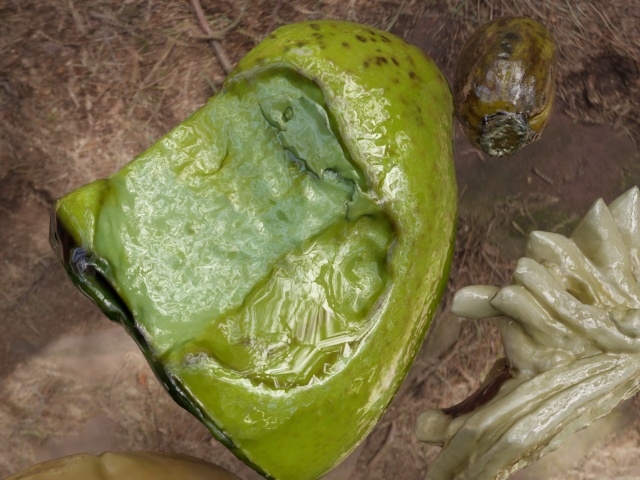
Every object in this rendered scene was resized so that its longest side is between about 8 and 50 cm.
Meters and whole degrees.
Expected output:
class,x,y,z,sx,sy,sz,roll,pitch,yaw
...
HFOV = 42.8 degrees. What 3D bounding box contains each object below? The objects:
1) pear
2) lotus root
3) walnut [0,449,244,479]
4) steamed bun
class,x,y,z,sx,sy,sz,roll,pitch,yaw
pear,0.000,0.000,0.517,0.255,0.164,0.238,-39,88,-6
lotus root,0.198,-0.174,0.879,0.120,0.209,0.120,12,141,10
walnut,-0.129,0.341,0.503,0.384,0.383,0.383,4,112,10
steamed bun,0.275,0.092,0.886,0.189,0.428,0.247,56,156,20
